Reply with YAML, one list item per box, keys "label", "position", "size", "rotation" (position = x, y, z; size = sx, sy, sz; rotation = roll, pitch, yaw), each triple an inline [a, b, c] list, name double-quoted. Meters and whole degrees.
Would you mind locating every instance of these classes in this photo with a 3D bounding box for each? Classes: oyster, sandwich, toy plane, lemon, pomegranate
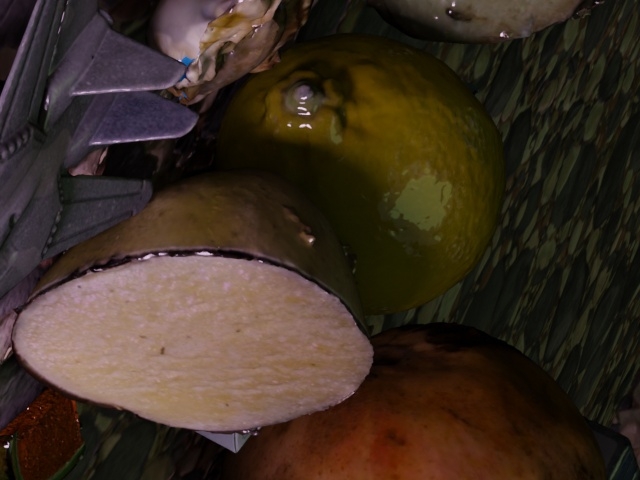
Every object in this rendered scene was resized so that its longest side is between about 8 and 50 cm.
- label: "oyster"
  position: [-0.028, -0.158, 0.983]
  size: [0.223, 0.083, 0.214]
  rotation: [-100, -154, -62]
- label: "sandwich"
  position: [-0.171, 0.123, 1.161]
  size: [0.101, 0.026, 0.069]
  rotation: [-40, 145, -56]
- label: "toy plane"
  position: [-0.175, -0.005, 0.917]
  size: [0.267, 0.088, 0.212]
  rotation: [-48, 155, -20]
- label: "lemon"
  position: [0.022, -0.042, 1.221]
  size: [0.184, 0.184, 0.248]
  rotation: [-64, 155, -1]
- label: "pomegranate"
  position: [0.071, 0.210, 1.489]
  size: [0.322, 0.322, 0.322]
  rotation: [-52, 157, -32]

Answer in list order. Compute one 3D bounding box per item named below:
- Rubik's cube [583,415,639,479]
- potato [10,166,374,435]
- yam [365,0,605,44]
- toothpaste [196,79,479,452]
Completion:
- label: "Rubik's cube"
  position: [0.166, 0.276, 1.911]
  size: [0.237, 0.238, 0.237]
  rotation: [-60, 159, -10]
- label: "potato"
  position: [-0.068, 0.019, 1.108]
  size: [0.182, 0.202, 0.117]
  rotation: [40, 42, -42]
- label: "yam"
  position: [0.144, -0.245, 1.299]
  size: [0.271, 0.201, 0.202]
  rotation: [-27, 138, -51]
- label: "toothpaste"
  position: [0.000, 0.000, 1.367]
  size: [0.336, 0.081, 0.067]
  rotation: [-52, 158, -33]
